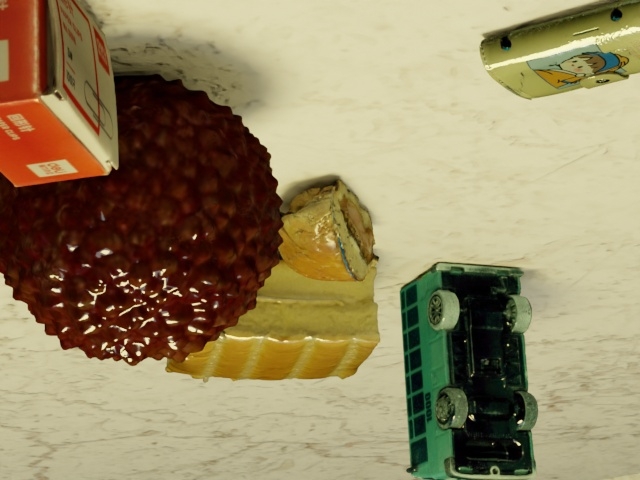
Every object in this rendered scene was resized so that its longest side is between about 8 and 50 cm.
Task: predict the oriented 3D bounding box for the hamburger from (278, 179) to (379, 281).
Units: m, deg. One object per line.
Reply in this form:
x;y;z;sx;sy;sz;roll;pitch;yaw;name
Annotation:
-0.005;0.002;2.060;0.102;0.087;0.176;-10;163;13;hamburger

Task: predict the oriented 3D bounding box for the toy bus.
0.173;0.167;2.335;0.128;0.256;0.147;4;163;-23;toy bus

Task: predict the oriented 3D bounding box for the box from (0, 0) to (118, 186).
-0.226;-0.134;1.524;0.099;0.133;0.182;-9;160;9;box

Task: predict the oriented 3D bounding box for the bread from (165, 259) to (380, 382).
-0.065;0.098;2.303;0.239;0.111;0.246;1;164;-7;bread

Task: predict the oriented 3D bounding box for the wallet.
0.229;-0.161;1.688;0.155;0.039;0.110;-13;159;28;wallet

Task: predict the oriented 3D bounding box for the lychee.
-0.162;-0.020;1.724;0.264;0.300;0.264;4;120;8;lychee
